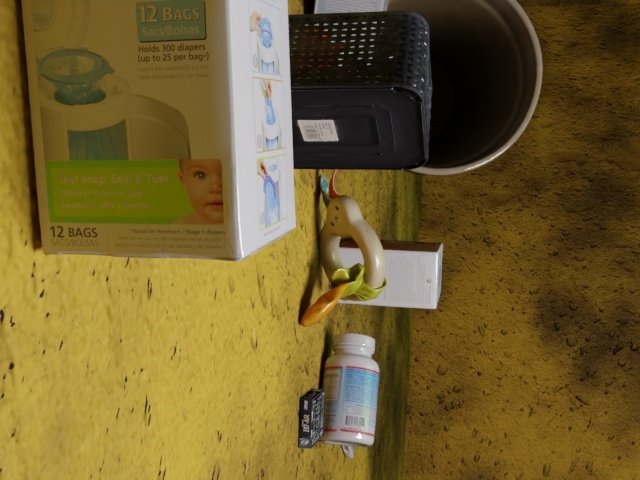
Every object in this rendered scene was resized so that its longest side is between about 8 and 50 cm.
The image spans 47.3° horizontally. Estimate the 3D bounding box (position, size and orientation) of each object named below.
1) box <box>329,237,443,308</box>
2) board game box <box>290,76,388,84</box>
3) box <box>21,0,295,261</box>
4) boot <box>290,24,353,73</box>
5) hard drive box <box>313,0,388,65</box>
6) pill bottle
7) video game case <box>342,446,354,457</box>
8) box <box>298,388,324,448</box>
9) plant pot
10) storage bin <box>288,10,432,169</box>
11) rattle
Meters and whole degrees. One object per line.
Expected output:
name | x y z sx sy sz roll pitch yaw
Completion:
box | 0.109 0.050 1.192 0.130 0.170 0.091 -31 123 -76
board game box | 0.022 -0.132 0.825 0.170 0.141 0.048 40 52 -74
box | -0.082 -0.099 0.396 0.103 0.114 0.203 -36 126 -74
boot | 0.002 -0.214 0.863 0.158 0.084 0.059 -75 161 -53
hard drive box | 0.054 -0.379 0.960 0.181 0.089 0.232 -75 175 -52
pill bottle | 0.044 0.227 1.110 0.087 0.087 0.160 64 31 -66
video game case | 0.054 0.296 1.333 0.143 0.019 0.157 75 21 -53
box | -0.011 0.245 1.012 0.083 0.018 0.067 5 87 -78
plant pot | 0.177 -0.268 1.262 0.280 0.323 0.323 -148 -122 -85
storage bin | 0.007 -0.130 0.659 0.122 0.180 0.084 69 24 -61
rattle | 0.000 0.000 1.012 0.130 0.142 0.200 -175 -111 -70
